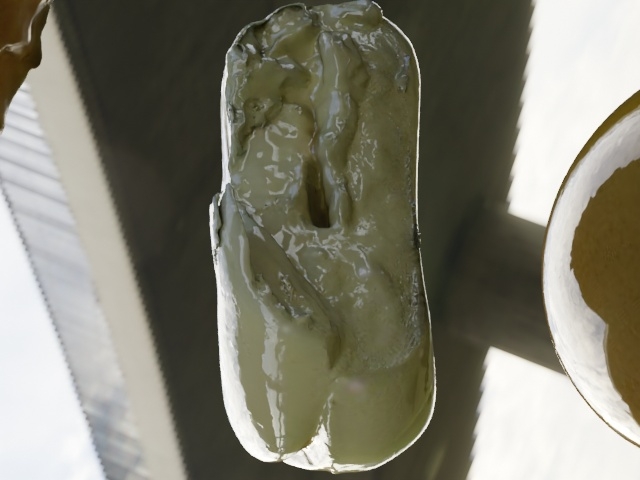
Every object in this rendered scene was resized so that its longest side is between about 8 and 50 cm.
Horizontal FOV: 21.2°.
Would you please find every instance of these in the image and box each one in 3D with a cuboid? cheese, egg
[{"bbox_3d":[0.000,0.000,0.986,0.233,0.127,0.266,88,179,-55],"label":"cheese"},{"bbox_3d":[0.262,0.012,1.031,0.250,0.250,0.322,-62,-7,-22],"label":"egg"}]

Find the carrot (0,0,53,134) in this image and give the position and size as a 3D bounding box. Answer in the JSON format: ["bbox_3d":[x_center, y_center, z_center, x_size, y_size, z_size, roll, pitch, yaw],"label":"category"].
[{"bbox_3d":[-0.350,-0.141,1.114,0.241,0.341,0.241,3,-90,-76],"label":"carrot"}]
